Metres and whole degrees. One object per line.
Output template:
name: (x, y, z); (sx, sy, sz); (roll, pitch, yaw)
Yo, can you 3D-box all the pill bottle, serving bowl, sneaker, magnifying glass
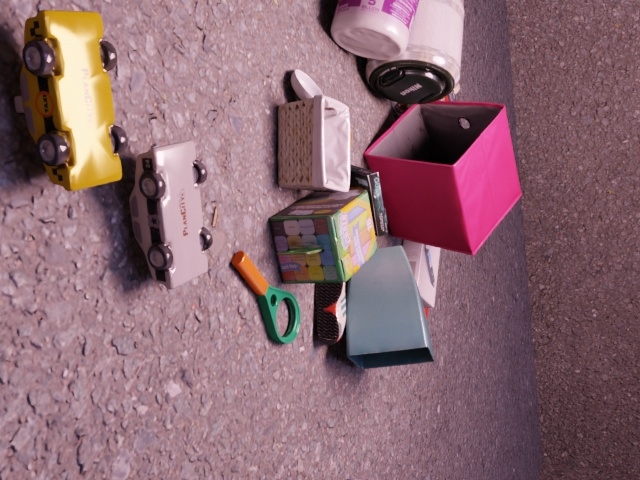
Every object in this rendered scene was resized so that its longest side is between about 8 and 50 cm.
pill bottle: (0.136, -0.556, 1.399); (0.169, 0.169, 0.301); (26, 77, -60)
serving bowl: (-0.029, -0.285, 1.256); (0.083, 0.027, 0.083); (42, 24, -24)
sneaker: (0.024, 0.132, 1.347); (0.075, 0.057, 0.161); (41, 51, -76)
magnifying glass: (-0.092, 0.099, 1.151); (0.231, 0.026, 0.092); (61, 39, -45)

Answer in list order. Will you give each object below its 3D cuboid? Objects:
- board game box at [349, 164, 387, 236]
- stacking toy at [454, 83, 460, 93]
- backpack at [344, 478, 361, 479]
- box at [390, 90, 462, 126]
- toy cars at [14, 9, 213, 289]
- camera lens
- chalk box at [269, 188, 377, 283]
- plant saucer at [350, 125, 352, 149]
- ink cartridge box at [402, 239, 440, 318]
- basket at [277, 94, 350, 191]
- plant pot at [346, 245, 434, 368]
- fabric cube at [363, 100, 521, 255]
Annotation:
board game box: (0.078, -0.088, 1.341); (0.026, 0.186, 0.126); (-16, 108, -17)
stacking toy: (0.265, -0.537, 1.763); (0.141, 0.141, 0.330); (-46, 122, -54)
backpack: (0.088, 0.566, 1.384); (0.084, 0.105, 0.114); (-18, 110, -60)
box: (0.290, -0.299, 1.745); (0.044, 0.159, 0.233); (-63, 141, -42)
toy cars: (-0.247, -0.094, 0.802); (0.393, 0.087, 0.176); (58, 45, -49)
camera lens: (0.226, -0.478, 1.564); (0.219, 0.220, 0.274); (34, 60, -57)
chalk box: (0.000, 0.000, 1.211); (0.213, 0.133, 0.132); (-38, 122, -56)
plant saucer: (0.046, -0.228, 1.431); (0.083, 0.015, 0.083); (7, 82, -62)
ink cartridge box: (0.303, 0.047, 1.857); (0.261, 0.066, 0.296); (40, 55, -54)
basket: (-0.013, -0.173, 1.222); (0.113, 0.103, 0.167); (3, 85, -62)
plant pot: (0.144, 0.142, 1.427); (0.165, 0.166, 0.234); (57, 27, -65)
fabric cube: (0.304, -0.161, 1.601); (0.259, 0.254, 0.258); (-46, 130, -30)
